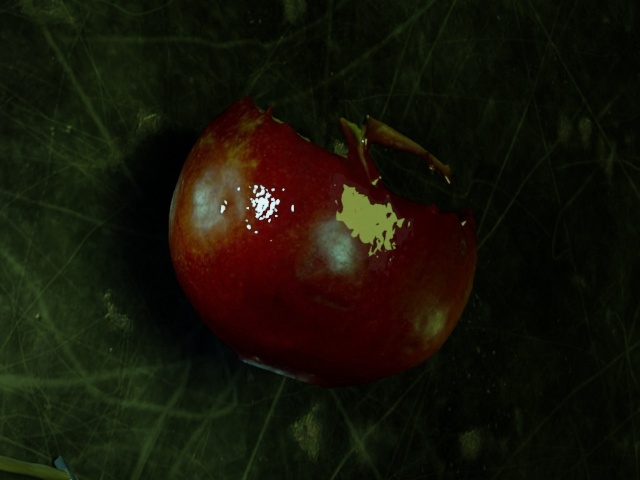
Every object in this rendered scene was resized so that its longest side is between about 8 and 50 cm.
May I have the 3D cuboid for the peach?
[{"bbox_3d":[0.001,0.020,1.638,0.406,0.335,0.310,32,81,-48],"label":"peach"}]

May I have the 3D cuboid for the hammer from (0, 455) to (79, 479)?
[{"bbox_3d":[-0.315,0.240,1.409,0.062,0.013,0.199,51,10,30],"label":"hammer"}]
